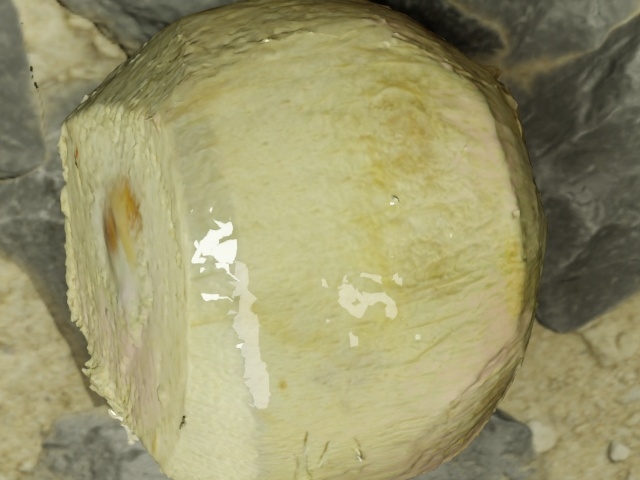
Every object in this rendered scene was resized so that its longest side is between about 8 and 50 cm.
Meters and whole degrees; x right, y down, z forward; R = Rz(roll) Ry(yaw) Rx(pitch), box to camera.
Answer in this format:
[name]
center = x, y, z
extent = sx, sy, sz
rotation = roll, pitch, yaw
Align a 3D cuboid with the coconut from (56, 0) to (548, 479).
[coconut]
center = 0.000, 0.000, 1.101
extent = 0.255, 0.297, 0.297
rotation = -7, 132, -25
